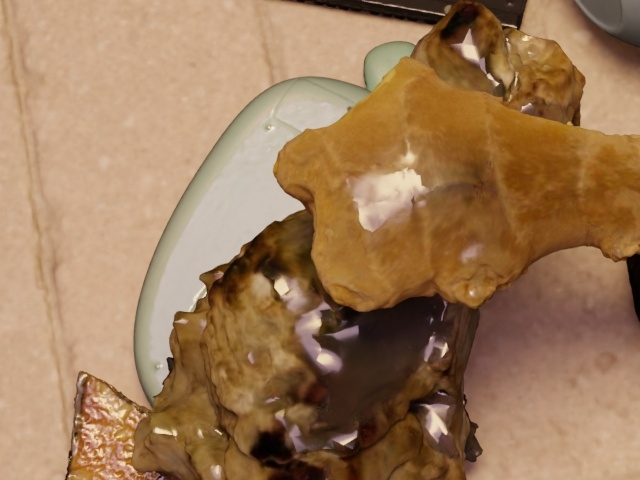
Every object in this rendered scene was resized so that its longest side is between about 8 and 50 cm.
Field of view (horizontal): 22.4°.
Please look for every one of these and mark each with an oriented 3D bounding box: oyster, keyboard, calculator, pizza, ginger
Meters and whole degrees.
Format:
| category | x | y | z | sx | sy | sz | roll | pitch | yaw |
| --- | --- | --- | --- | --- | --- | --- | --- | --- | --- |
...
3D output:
| category | x | y | z | sx | sy | sz | roll | pitch | yaw |
| --- | --- | --- | --- | --- | --- | --- | --- | --- | --- |
| oyster | 0.044 | 0.036 | 0.893 | 0.197 | 0.133 | 0.337 | 33 | 85 | -14 |
| keyboard | 0.040 | -0.174 | 1.061 | 0.195 | 0.018 | 0.060 | 12 | 68 | 10 |
| calculator | 0.000 | 0.000 | 0.997 | 0.184 | 0.042 | 0.295 | 29 | 80 | 14 |
| pizza | -0.112 | 0.164 | 0.949 | 0.184 | 0.036 | 0.176 | -35 | 83 | -1 |
| ginger | 0.122 | -0.008 | 0.803 | 0.294 | 0.086 | 0.131 | 13 | 62 | -11 |

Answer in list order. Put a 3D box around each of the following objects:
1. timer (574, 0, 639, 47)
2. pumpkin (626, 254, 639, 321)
| category | x | y | z | sx | sy | sz | roll | pitch | yaw |
| --- | --- | --- | --- | --- | --- | --- | --- | --- | --- |
| timer | 0.265 | -0.199 | 0.974 | 0.255 | 0.175 | 0.175 | -8 | 72 | -4 |
| pumpkin | 0.333 | -0.024 | 0.921 | 0.317 | 0.139 | 0.222 | -9 | 77 | 7 |
